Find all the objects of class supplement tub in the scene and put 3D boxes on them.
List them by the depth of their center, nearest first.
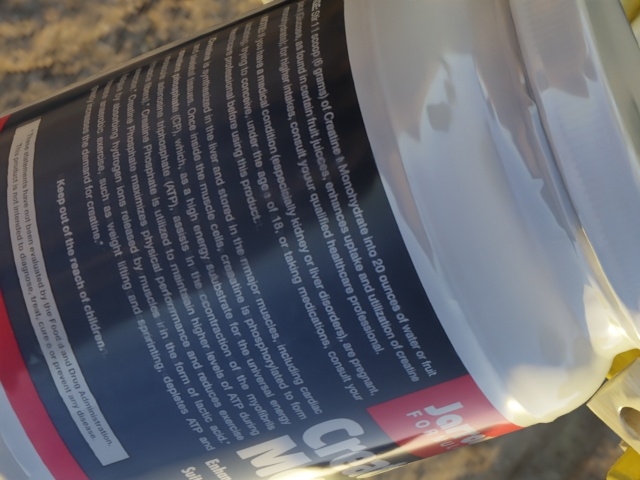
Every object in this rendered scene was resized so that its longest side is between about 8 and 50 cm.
[{"bbox_3d":[0.000,0.000,0.688,0.272,0.191,0.191,-20,153,17],"label":"supplement tub"}]

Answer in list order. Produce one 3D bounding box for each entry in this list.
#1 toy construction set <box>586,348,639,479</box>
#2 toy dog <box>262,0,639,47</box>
[{"bbox_3d":[0.217,0.098,0.788,0.309,0.257,0.237,53,57,-20],"label":"toy construction set"},{"bbox_3d":[0.100,-0.218,1.035,0.408,0.285,0.395,34,70,-59],"label":"toy dog"}]
